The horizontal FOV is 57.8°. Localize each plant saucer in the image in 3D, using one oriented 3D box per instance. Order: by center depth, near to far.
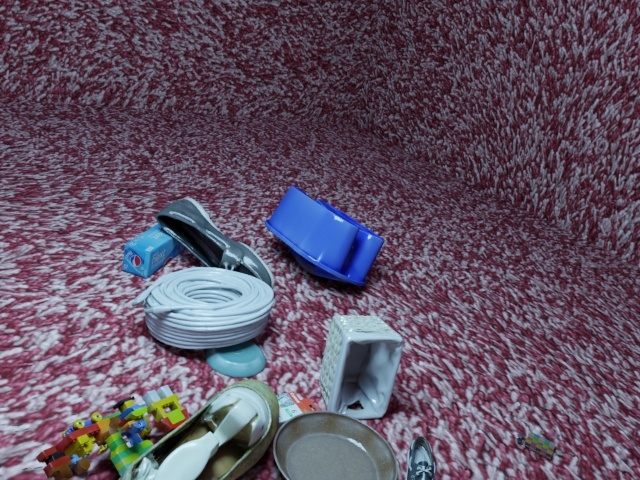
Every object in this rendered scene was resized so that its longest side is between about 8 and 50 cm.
[{"bbox_3d":[0.021,0.347,0.909,0.198,0.036,0.198,11,23,-5],"label":"plant saucer"},{"bbox_3d":[-0.162,0.221,1.126,0.119,0.021,0.119,12,22,-5],"label":"plant saucer"}]

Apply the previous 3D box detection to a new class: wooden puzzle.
[{"bbox_3d":[0.407,0.380,1.077,0.083,0.006,0.049,24,25,25],"label":"wooden puzzle"}]

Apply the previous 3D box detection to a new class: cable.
[{"bbox_3d":[-0.226,0.133,1.182,0.257,0.089,0.257,8,16,1],"label":"cable"}]

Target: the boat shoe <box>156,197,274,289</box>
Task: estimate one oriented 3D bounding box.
[{"bbox_3d":[-0.256,0.027,1.372,0.335,0.112,0.095,40,40,18],"label":"boat shoe"}]

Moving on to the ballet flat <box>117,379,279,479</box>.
[{"bbox_3d":[-0.152,0.286,0.815,0.123,0.123,0.348,24,30,24],"label":"ballet flat"}]

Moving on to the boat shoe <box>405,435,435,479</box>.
[{"bbox_3d":[0.164,0.368,0.933,0.046,0.038,0.125,14,22,3],"label":"boat shoe"}]

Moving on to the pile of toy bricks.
[{"bbox_3d":[-0.278,0.295,0.818,0.105,0.118,0.212,52,18,15],"label":"pile of toy bricks"}]

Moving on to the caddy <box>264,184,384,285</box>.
[{"bbox_3d":[0.000,0.000,1.540,0.241,0.179,0.341,23,10,-45],"label":"caddy"}]

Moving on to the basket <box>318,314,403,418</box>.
[{"bbox_3d":[0.067,0.227,1.057,0.113,0.167,0.103,4,18,-21],"label":"basket"}]

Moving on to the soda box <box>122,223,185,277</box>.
[{"bbox_3d":[-0.397,0.014,1.419,0.067,0.071,0.210,18,23,9],"label":"soda box"}]

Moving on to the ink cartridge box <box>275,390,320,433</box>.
[{"bbox_3d":[-0.050,0.294,1.004,0.115,0.029,0.063,-5,29,-35],"label":"ink cartridge box"}]
